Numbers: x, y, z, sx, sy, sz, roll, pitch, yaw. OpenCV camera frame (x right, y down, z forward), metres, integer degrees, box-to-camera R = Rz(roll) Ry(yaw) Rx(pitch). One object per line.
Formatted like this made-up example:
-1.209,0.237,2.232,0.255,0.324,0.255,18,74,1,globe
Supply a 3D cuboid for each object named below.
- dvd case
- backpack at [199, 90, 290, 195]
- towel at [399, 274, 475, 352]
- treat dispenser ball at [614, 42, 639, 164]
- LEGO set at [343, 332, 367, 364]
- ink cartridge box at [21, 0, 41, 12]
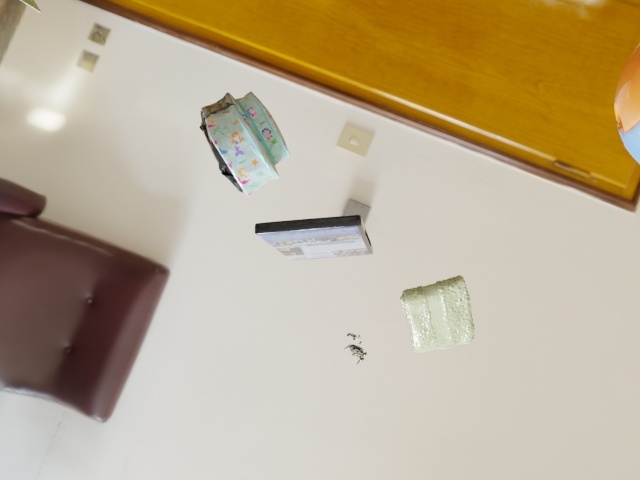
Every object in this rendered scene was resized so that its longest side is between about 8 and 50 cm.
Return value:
0.000,0.000,0.940,0.253,0.181,0.022,51,36,-73,dvd case
-0.191,-0.244,1.266,0.225,0.191,0.253,61,4,-35,backpack
0.191,0.123,0.800,0.027,0.110,0.148,-100,172,-55,towel
0.593,-0.213,0.724,0.288,0.288,0.288,22,90,-87,treat dispenser ball
0.081,0.235,1.103,0.023,0.054,0.083,-47,153,-50,LEGO set
-0.396,-0.345,0.531,0.209,0.109,0.062,26,104,-48,ink cartridge box
